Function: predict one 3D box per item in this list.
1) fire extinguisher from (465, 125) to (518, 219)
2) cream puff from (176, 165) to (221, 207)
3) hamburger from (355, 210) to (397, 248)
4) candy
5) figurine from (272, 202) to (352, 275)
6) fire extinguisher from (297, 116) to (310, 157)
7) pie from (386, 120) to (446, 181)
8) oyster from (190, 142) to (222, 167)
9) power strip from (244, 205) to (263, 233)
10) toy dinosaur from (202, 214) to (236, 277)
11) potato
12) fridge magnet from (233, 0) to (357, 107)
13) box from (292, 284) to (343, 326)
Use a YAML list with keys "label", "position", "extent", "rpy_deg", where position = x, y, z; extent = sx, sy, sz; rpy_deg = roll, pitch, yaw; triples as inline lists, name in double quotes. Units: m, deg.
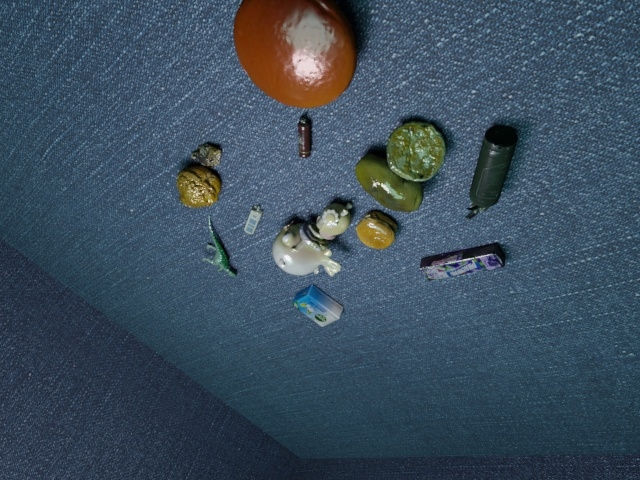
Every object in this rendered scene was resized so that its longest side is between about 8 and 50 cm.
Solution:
- label: "fire extinguisher"
  position: [0.509, -0.191, 1.589]
  extent: [0.095, 0.114, 0.311]
  rpy_deg: [50, 157, 35]
- label: "cream puff"
  position: [-0.484, -0.201, 2.043]
  extent: [0.188, 0.130, 0.189]
  rpy_deg: [14, 141, 12]
- label: "hamburger"
  position: [0.207, -0.033, 1.931]
  extent: [0.147, 0.083, 0.138]
  rpy_deg: [36, 143, -9]
- label: "candy"
  position: [0.515, 0.084, 1.925]
  extent: [0.312, 0.061, 0.088]
  rpy_deg: [-16, 129, 38]
- label: "figurine"
  position: [0.000, 0.000, 2.000]
  extent: [0.274, 0.227, 0.394]
  rpy_deg: [44, 124, -3]
- label: "fire extinguisher"
  position: [-0.054, -0.349, 1.740]
  extent: [0.064, 0.043, 0.158]
  rpy_deg: [53, 155, 36]
- label: "pie"
  position: [0.291, -0.272, 1.592]
  extent: [0.186, 0.041, 0.187]
  rpy_deg: [1, 104, 4]
- label: "oyster"
  position: [-0.422, -0.312, 1.955]
  extent: [0.103, 0.051, 0.148]
  rpy_deg: [38, 138, -17]
- label: "power strip"
  position: [-0.275, -0.085, 2.149]
  extent: [0.047, 0.030, 0.191]
  rpy_deg: [26, 141, -4]
- label: "toy dinosaur"
  position: [-0.491, 0.046, 2.372]
  extent: [0.129, 0.076, 0.383]
  rpy_deg: [-2, 138, 19]
- label: "potato"
  position: [0.227, -0.190, 1.704]
  extent: [0.248, 0.143, 0.169]
  rpy_deg: [34, 150, 2]
- label: "fridge magnet"
  position: [-0.069, -0.538, 1.450]
  extent: [0.363, 0.155, 0.364]
  rpy_deg: [14, 139, 13]
- label: "box"
  position: [-0.014, 0.301, 2.415]
  extent: [0.194, 0.073, 0.139]
  rpy_deg: [38, 138, -17]
